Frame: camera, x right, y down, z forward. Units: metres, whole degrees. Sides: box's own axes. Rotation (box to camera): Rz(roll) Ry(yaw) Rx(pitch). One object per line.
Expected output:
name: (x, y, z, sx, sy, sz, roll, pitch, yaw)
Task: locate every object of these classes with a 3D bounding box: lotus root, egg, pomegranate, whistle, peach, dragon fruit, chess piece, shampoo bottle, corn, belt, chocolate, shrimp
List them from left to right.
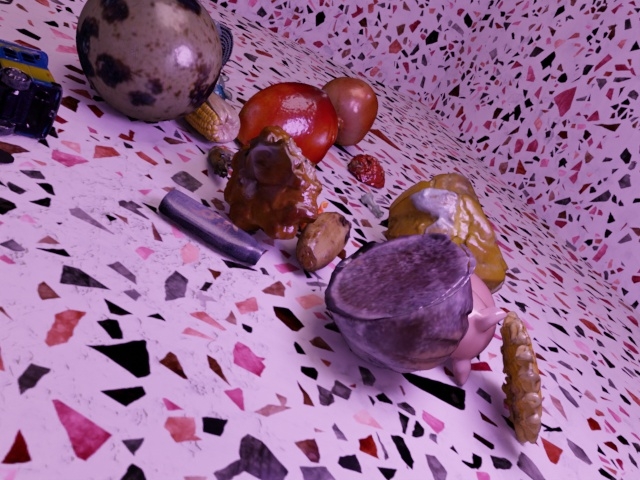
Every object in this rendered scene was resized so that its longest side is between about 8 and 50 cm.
egg: (-0.436, -0.489, 1.565, 0.345, 0.345, 0.428, 7, 33, -44)
belt: (-0.407, -0.661, 2.092, 0.150, 0.207, 0.257, 35, 16, 12)
corn: (-0.333, -0.380, 1.746, 0.305, 0.122, 0.123, 47, 6, 34)
shampoo bottle: (-0.226, -0.025, 1.305, 0.233, 0.049, 0.087, 32, 26, -1)
whistle: (-0.337, -0.466, 1.975, 0.113, 0.077, 0.236, -6, 42, -10)
shrimp: (-0.224, -0.191, 1.619, 0.150, 0.051, 0.217, 29, 19, -18)
peach: (-0.111, -0.336, 1.898, 0.338, 0.281, 0.281, -33, 63, -26)
lotus root: (0.000, 0.000, 1.468, 0.110, 0.097, 0.258, 62, 26, -8)
pomegranate: (0.089, -0.470, 2.289, 0.228, 0.252, 0.270, 23, 45, -1)
dragon fruit: (0.158, -0.252, 2.158, 0.162, 0.083, 0.106, 46, 30, 22)
chess piece: (0.168, -0.106, 1.944, 0.042, 0.042, 0.093, 3, 43, -47)
chocolate: (0.174, 0.145, 1.231, 0.303, 0.303, 0.213, -85, 159, -63)

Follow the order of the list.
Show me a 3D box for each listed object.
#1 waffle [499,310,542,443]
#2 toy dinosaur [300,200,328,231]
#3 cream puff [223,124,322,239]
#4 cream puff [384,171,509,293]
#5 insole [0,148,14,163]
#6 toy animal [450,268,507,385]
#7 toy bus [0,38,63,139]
waffle: (0.418, 0.284, 1.290, 0.056, 0.250, 0.261, -3, 27, 9)
toy dinosaur: (-0.068, -0.077, 1.577, 0.288, 0.070, 0.117, 21, 27, -13)
cream puff: (-0.110, -0.131, 1.407, 0.241, 0.269, 0.155, 2, -15, 19)
cream puff: (0.327, 0.001, 1.693, 0.378, 0.275, 0.378, 61, 10, -19)
insole: (-0.657, -0.177, 1.128, 0.188, 0.004, 0.064, 20, 27, -25)
toy animal: (0.305, 0.159, 1.431, 0.212, 0.195, 0.256, 27, 26, 10)
toy bus: (-0.672, -0.311, 1.202, 0.287, 0.138, 0.175, 7, 36, -43)
